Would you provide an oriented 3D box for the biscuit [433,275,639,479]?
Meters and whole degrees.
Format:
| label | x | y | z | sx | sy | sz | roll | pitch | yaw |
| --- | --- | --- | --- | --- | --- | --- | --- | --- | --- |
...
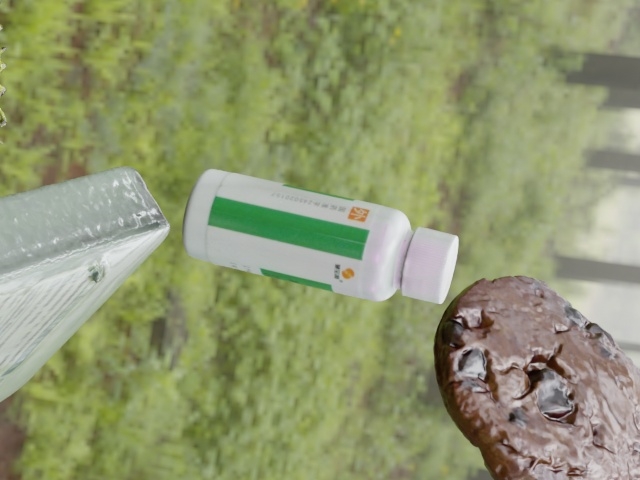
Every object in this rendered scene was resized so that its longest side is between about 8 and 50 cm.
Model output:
| label | x | y | z | sx | sy | sz | roll | pitch | yaw |
| --- | --- | --- | --- | --- | --- | --- | --- | --- | --- |
| biscuit | 0.167 | 0.109 | 1.128 | 0.049 | 0.192 | 0.192 | -41 | -165 | 43 |

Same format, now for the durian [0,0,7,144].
| label | x | y | z | sx | sy | sz | roll | pitch | yaw |
| --- | --- | --- | --- | --- | --- | --- | --- | --- | --- |
| durian | -0.253 | -0.103 | 0.863 | 0.137 | 0.095 | 0.220 | -12 | 108 | -36 |

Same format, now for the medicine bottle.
| label | x | y | z | sx | sy | sz | roll | pitch | yaw |
| --- | --- | --- | --- | --- | --- | --- | --- | --- | --- |
| medicine bottle | 0.000 | 0.000 | 1.494 | 0.095 | 0.260 | 0.095 | 14 | 90 | -75 |

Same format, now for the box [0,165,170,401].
| label | x | y | z | sx | sy | sz | roll | pitch | yaw |
| --- | --- | --- | --- | --- | --- | --- | --- | --- | --- |
| box | -0.380 | 0.092 | 1.538 | 0.396 | 0.396 | 0.111 | -21 | 73 | -52 |
